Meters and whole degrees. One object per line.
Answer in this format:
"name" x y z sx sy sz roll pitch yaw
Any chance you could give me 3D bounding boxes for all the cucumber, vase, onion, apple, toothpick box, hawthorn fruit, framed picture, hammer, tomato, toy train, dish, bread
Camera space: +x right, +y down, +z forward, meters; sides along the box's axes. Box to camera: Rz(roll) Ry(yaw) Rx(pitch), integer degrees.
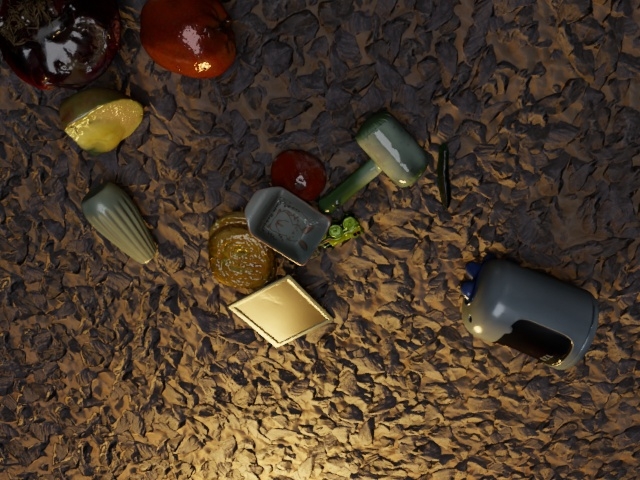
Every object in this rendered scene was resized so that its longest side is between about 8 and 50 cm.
"cucumber" 0.334 -0.172 1.709 0.036 0.033 0.185 6 116 29
"vase" -0.556 -0.042 1.777 0.128 0.128 0.248 -26 118 14
"onion" -0.617 -0.510 1.526 0.313 0.232 0.314 -1 87 16
"apple" -0.554 -0.324 1.610 0.193 0.265 0.120 -29 85 -6
"toothpick box" 0.552 0.179 1.750 0.354 0.263 0.263 21 113 -4
"hawthorn fruit" -0.348 -0.502 1.524 0.298 0.211 0.212 8 114 12
"framed picture" -0.111 0.210 1.856 0.217 0.017 0.274 -26 135 14
"hammer" 0.114 -0.175 1.688 0.206 0.119 0.335 44 115 -13
"tomato" -0.062 -0.168 1.704 0.159 0.091 0.139 30 109 -7
"toy train" 0.000 0.000 1.794 0.249 0.053 0.085 -26 115 14
"dish" -0.101 -0.051 1.706 0.234 0.064 0.154 33 89 -28
"bread" -0.221 0.033 1.785 0.198 0.120 0.236 2 113 5
